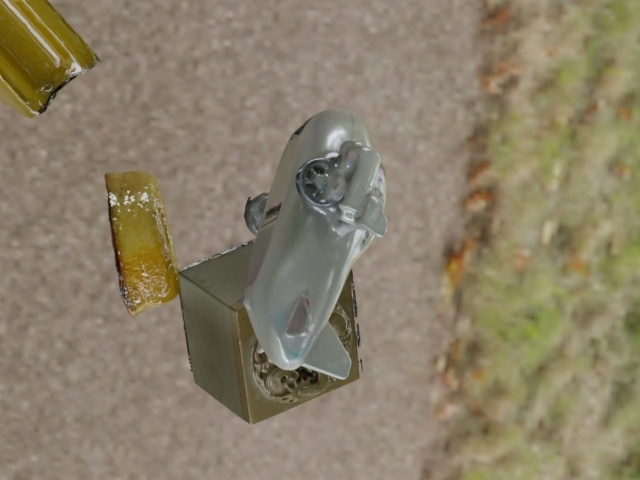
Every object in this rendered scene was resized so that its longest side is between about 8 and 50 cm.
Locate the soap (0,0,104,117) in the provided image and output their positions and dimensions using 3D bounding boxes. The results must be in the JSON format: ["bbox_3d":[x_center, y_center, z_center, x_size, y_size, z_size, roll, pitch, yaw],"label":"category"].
[{"bbox_3d":[-0.374,-0.269,1.832,0.096,0.204,0.324,-45,114,-9],"label":"soap"}]

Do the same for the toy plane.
[{"bbox_3d":[-0.004,-0.002,1.703,0.118,0.252,0.252,18,80,-18],"label":"toy plane"}]

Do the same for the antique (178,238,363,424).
[{"bbox_3d":[-0.047,0.091,1.954,0.152,0.148,0.147,-21,119,-26],"label":"antique"}]

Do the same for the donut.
[{"bbox_3d":[-0.182,0.000,1.897,0.152,0.058,0.152,168,-90,-89],"label":"donut"}]
